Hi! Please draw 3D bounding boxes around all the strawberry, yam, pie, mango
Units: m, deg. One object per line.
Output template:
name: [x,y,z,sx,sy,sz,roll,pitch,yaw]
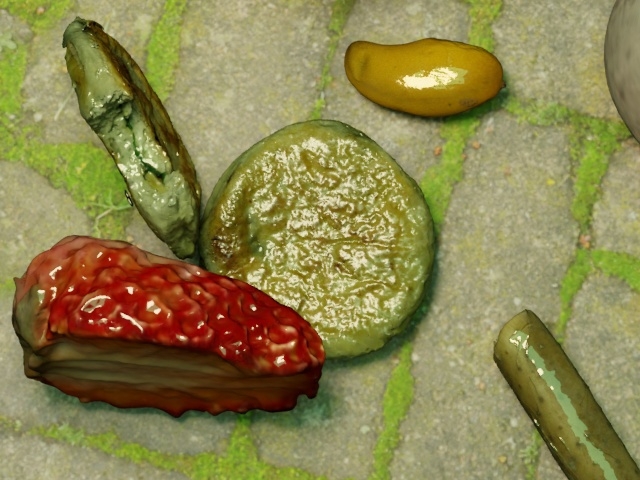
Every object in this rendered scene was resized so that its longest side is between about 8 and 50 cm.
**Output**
strawberry: [-0.159,0.086,1.745,0.336,0.265,0.149,8,65,0]
yam: [0.304,0.245,1.775,0.083,0.083,0.372,-32,79,-4]
pie: [-0.198,-0.114,1.764,0.067,0.302,0.302,-29,79,2]
pie: [0.000,0.000,1.844,0.277,0.078,0.277,0,83,0]
mango: [0.119,-0.189,1.872,0.190,0.075,0.098,6,64,8]

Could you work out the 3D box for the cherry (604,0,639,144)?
cherry: [0.451,-0.202,1.744,0.291,0.335,0.326,-45,50,7]
